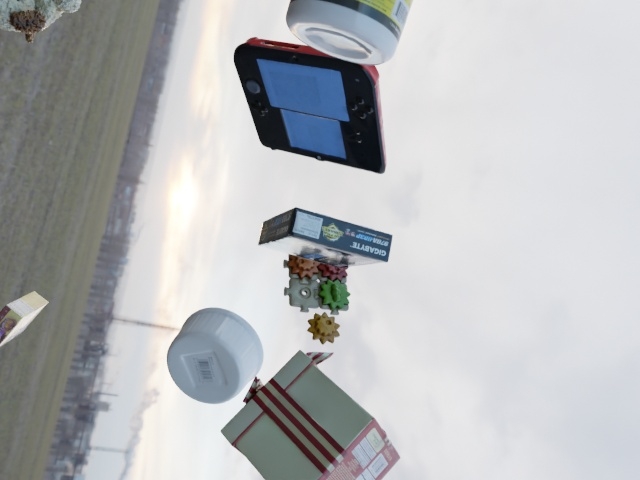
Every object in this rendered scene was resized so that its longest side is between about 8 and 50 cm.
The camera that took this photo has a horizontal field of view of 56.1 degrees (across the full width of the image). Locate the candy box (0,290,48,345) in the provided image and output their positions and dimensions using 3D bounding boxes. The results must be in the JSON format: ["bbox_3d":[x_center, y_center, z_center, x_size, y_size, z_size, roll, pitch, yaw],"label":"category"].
[{"bbox_3d":[-0.754,0.195,1.481,0.109,0.053,0.186,-49,-173,0],"label":"candy box"}]

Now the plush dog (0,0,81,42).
[{"bbox_3d":[-0.809,-0.619,1.587,0.211,0.262,0.225,-60,-176,24],"label":"plush dog"}]

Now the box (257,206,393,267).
[{"bbox_3d":[0.000,0.000,1.053,0.220,0.175,0.051,166,-62,-70],"label":"box"}]

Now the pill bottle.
[{"bbox_3d":[0.079,-0.472,0.959,0.188,0.187,0.334,-158,-94,-72],"label":"pill bottle"}]

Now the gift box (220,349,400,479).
[{"bbox_3d":[-0.008,0.391,1.215,0.258,0.276,0.255,32,-25,39],"label":"gift box"}]

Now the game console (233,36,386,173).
[{"bbox_3d":[-0.023,-0.328,1.493,0.060,0.386,0.342,-55,150,-34],"label":"game console"}]

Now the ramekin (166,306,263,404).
[{"bbox_3d":[-0.322,0.352,1.792,0.135,0.277,0.277,-53,166,-64],"label":"ramekin"}]

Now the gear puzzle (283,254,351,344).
[{"bbox_3d":[-0.005,0.102,1.528,0.044,0.175,0.339,120,-27,-54],"label":"gear puzzle"}]
